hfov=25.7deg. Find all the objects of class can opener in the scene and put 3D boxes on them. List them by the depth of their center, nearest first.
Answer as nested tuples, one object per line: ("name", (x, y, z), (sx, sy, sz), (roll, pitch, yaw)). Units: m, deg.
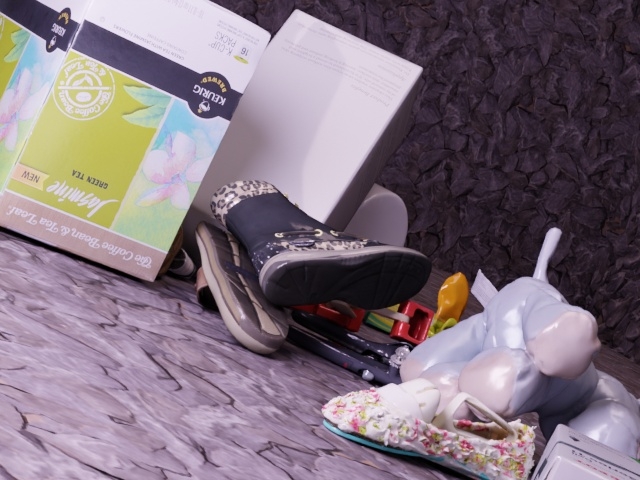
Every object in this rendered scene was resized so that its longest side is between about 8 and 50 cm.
("can opener", (0.041, 0.136, 1.676), (0.186, 0.073, 0.059), (23, 43, 4))

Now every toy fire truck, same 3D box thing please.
("toy fire truck", (0.027, 0.078, 1.707), (0.192, 0.047, 0.135), (22, -12, -18))

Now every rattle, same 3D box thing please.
("rattle", (0.219, 0.142, 2.013), (0.130, 0.142, 0.200), (43, -5, -12))

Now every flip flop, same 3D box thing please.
("flip flop", (-0.102, 0.060, 1.617), (0.112, 0.080, 0.277), (28, 18, -24))

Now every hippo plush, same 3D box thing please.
("hippo plush", (0.242, 0.181, 1.580), (0.236, 0.234, 0.294), (55, 13, -15))

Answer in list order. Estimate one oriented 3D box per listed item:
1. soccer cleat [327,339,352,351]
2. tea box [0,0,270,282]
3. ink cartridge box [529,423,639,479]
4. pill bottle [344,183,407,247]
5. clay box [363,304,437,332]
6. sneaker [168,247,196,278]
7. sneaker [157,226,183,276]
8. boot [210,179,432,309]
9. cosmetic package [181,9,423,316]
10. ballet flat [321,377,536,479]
("soccer cleat", (0.022, 0.128, 1.763), (0.036, 0.029, 0.083), (18, -2, 22))
("tea box", (-0.273, -0.169, 1.668), (0.220, 0.323, 0.329), (22, 5, -31))
("ink cartridge box", (0.268, 0.251, 1.292), (0.153, 0.086, 0.208), (25, 5, 8))
("pill bottle", (-0.072, -0.061, 2.170), (0.392, 0.224, 0.224), (29, 6, 33))
("clay box", (0.169, 0.141, 2.231), (0.222, 0.053, 0.127), (26, 4, -11))
("sneaker", (-0.202, 0.018, 1.784), (0.109, 0.040, 0.044), (33, -9, 37))
("sneaker", (-0.215, 0.012, 1.709), (0.067, 0.042, 0.118), (1, 22, 13))
("boot", (0.000, -0.001, 1.642), (0.236, 0.085, 0.178), (0, 34, -36))
("cosmetic package", (-0.039, -0.112, 1.919), (0.217, 0.385, 0.156), (28, -32, 11))
("ballet flat", (0.111, 0.177, 1.361), (0.241, 0.077, 0.091), (22, 6, -29))
